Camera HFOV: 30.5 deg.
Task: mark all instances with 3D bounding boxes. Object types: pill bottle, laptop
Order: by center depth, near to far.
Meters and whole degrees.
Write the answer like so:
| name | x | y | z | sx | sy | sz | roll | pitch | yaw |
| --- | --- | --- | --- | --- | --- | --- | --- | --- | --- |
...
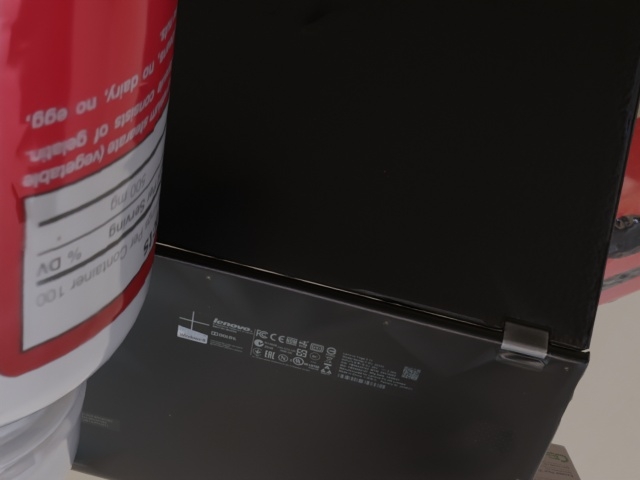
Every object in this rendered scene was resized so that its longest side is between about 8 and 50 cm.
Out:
| name | x | y | z | sx | sy | sz | roll | pitch | yaw |
| --- | --- | --- | --- | --- | --- | --- | --- | --- | --- |
| pill bottle | -0.174 | -0.068 | 0.467 | 0.229 | 0.407 | 0.229 | 8 | -146 | -5 |
| laptop | 0.000 | 0.000 | 0.871 | 0.382 | 0.408 | 0.236 | 15 | -139 | 3 |

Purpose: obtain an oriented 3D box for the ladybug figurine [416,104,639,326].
| name | x | y | z | sx | sy | sz | roll | pitch | yaw |
| --- | --- | --- | --- | --- | --- | --- | --- | --- | --- |
| ladybug figurine | 0.247 | -0.036 | 1.090 | 0.305 | 0.449 | 0.162 | 17 | -128 | -54 |

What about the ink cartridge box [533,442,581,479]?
| name | x | y | z | sx | sy | sz | roll | pitch | yaw |
| --- | --- | --- | --- | --- | --- | --- | --- | --- | --- |
| ink cartridge box | 0.156 | 0.253 | 1.099 | 0.223 | 0.045 | 0.224 | 13 | -158 | -12 |
